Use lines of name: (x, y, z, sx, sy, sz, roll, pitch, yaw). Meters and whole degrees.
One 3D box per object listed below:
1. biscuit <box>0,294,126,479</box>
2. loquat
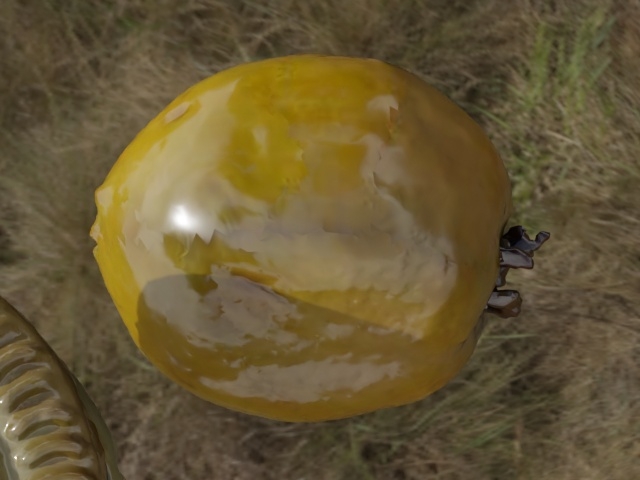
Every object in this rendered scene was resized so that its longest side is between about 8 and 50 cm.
biscuit: (-0.195, 0.123, 0.507, 0.259, 0.079, 0.259, 0, 85, 3)
loquat: (0.000, 0.000, 0.660, 0.234, 0.187, 0.176, 0, 56, 1)
